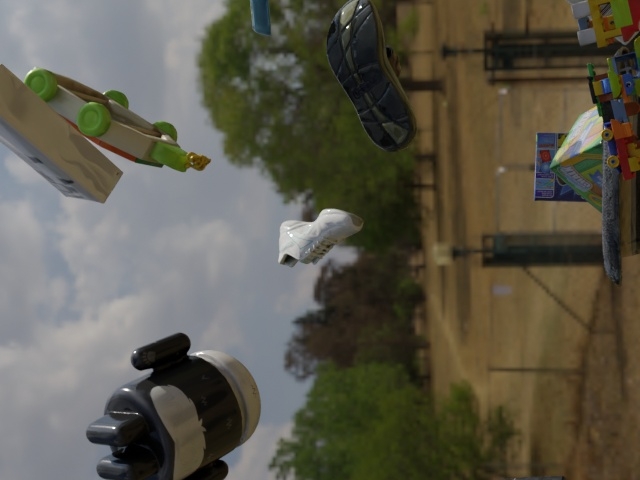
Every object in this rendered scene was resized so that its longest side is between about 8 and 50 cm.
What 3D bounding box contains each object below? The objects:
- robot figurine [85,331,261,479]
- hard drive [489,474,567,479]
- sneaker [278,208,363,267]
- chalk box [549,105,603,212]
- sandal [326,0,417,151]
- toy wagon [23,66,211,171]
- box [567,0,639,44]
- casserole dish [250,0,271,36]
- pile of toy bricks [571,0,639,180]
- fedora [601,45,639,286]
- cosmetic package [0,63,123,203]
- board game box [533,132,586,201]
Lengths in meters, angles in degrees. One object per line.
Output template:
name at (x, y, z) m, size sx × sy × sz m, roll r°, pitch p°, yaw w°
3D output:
robot figurine at (-0.221, 0.275, 1.831) m, size 0.278 × 0.173 × 0.209 m, roll -23°, pitch -39°, yaw -43°
hard drive at (0.184, 0.433, 1.596) m, size 0.064 × 0.338 × 0.237 m, roll -63°, pitch -40°, yaw -55°
sneaker at (0.000, 0.000, 1.528) m, size 0.152 × 0.053 × 0.061 m, roll -18°, pitch 54°, yaw 50°
chalk box at (0.489, -0.144, 2.016) m, size 0.132 × 0.132 × 0.213 m, roll -57°, pitch 9°, yaw -22°
sandal at (0.099, -0.297, 2.164) m, size 0.086 × 0.120 × 0.303 m, roll -2°, pitch -110°, yaw -56°
toy wagon at (-0.345, -0.196, 2.044) m, size 0.068 × 0.344 × 0.267 m, roll -60°, pitch -18°, yaw 9°
box at (0.543, -0.489, 2.160) m, size 0.182 × 0.181 × 0.119 m, roll -49°, pitch 18°, yaw 28°
casserole dish at (-0.117, -0.459, 2.273) m, size 0.188 × 0.036 × 0.114 m, roll -98°, pitch 3°, yaw -61°
pile of toy bricks at (0.363, -0.182, 1.354) m, size 0.118 × 0.105 × 0.212 m, roll -20°, pitch -83°, yaw -72°
fedora at (0.455, -0.099, 1.572) m, size 0.334 × 0.152 × 0.334 m, roll 0°, pitch -90°, yaw -74°
cosmetic package at (-0.383, -0.141, 1.598) m, size 0.239 × 0.098 × 0.060 m, roll 45°, pitch -115°, yaw -39°
board game box at (0.522, -0.142, 2.331) m, size 0.035 × 0.201 × 0.136 m, roll -25°, pitch -62°, yaw -80°
